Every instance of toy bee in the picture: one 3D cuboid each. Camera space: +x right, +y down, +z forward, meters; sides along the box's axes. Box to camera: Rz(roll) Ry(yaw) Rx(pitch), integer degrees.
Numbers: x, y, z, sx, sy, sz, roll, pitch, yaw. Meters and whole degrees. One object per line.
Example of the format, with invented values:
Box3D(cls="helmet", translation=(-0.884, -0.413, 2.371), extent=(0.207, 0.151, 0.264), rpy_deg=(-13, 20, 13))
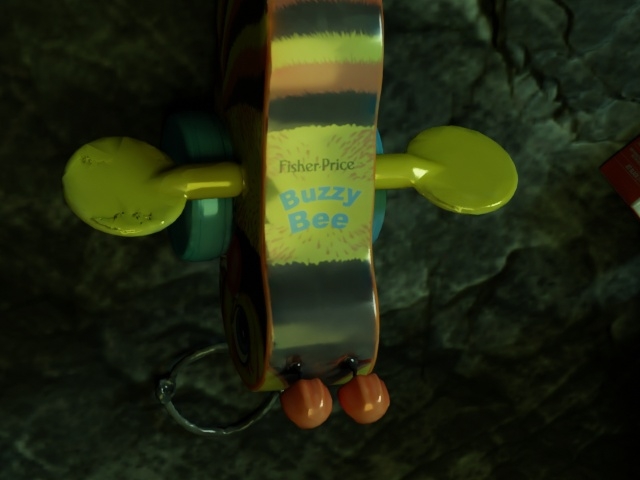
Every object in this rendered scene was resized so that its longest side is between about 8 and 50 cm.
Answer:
Box3D(cls="toy bee", translation=(0.000, 0.000, 0.727), extent=(0.195, 0.162, 0.298), rpy_deg=(-22, 125, -7))

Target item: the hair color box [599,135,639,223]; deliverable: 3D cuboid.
Box3D(cls="hair color box", translation=(0.225, -0.050, 0.842), extent=(0.141, 0.043, 0.072), rpy_deg=(-38, 125, 8))
